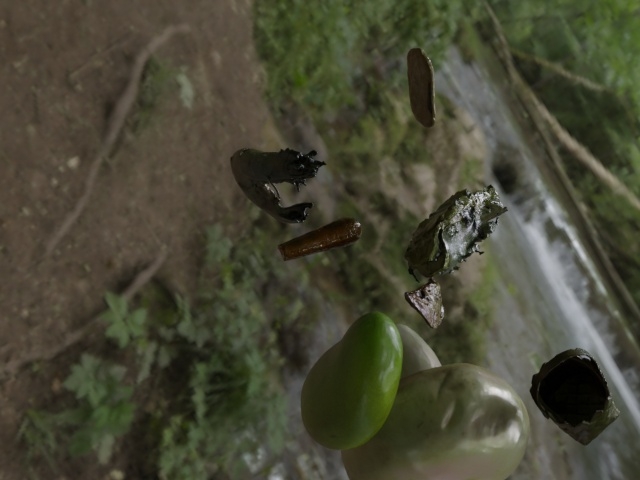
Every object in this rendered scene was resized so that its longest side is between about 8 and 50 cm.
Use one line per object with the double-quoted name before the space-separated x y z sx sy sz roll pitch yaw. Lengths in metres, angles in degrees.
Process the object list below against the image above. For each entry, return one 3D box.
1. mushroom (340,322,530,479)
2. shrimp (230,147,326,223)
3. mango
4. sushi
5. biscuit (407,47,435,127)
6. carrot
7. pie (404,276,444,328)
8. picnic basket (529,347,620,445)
"mushroom" 0.209 0.360 1.822 0.325 0.353 0.353 53 15 -20
"shrimp" -0.082 -0.104 1.971 0.075 0.289 0.178 -44 123 -36
"mango" 0.056 0.233 1.569 0.143 0.293 0.175 12 47 -12
"sushi" 0.275 -0.023 1.886 0.291 0.139 0.131 -28 83 -46
"biscuit" 0.170 -0.254 1.617 0.071 0.018 0.147 47 -26 47
"carrot" 0.000 0.000 1.823 0.055 0.162 0.055 159 -90 -78
"pie" 0.206 0.117 1.789 0.191 0.033 0.088 -21 90 -67
"picnic basket" 0.424 0.252 1.639 0.138 0.128 0.178 47 -8 45
